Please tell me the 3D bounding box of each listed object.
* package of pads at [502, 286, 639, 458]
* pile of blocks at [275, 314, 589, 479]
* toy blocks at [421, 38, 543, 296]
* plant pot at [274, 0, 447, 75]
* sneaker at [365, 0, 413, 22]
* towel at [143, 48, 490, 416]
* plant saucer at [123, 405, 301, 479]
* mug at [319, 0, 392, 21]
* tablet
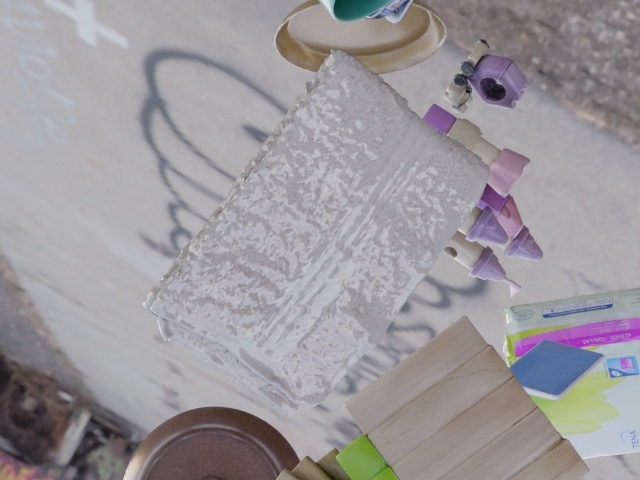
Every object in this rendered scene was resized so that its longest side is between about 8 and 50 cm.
[{"bbox_3d":[0.369,0.183,1.631,0.229,0.101,0.296,-11,141,16],"label":"package of pads"},{"bbox_3d":[0.014,0.214,0.708,0.149,0.362,0.112,28,177,8],"label":"pile of blocks"},{"bbox_3d":[0.235,-0.063,1.840,0.260,0.309,0.288,33,148,4],"label":"toy blocks"},{"bbox_3d":[0.054,-0.288,1.708,0.236,0.032,0.236,-3,162,-1],"label":"plant pot"},{"bbox_3d":[0.134,-0.316,1.422,0.282,0.153,0.099,16,-170,27],"label":"sneaker"},{"bbox_3d":[0.000,0.000,1.050,0.187,0.282,0.049,36,180,-26],"label":"towel"},{"bbox_3d":[-0.094,0.231,1.092,0.168,0.168,0.029,28,176,5],"label":"plant saucer"},{"bbox_3d":[0.038,-0.296,1.182,0.097,0.129,0.157,54,146,15],"label":"mug"},{"bbox_3d":[0.173,0.097,0.938,0.054,0.083,0.006,13,115,34],"label":"tablet"}]
